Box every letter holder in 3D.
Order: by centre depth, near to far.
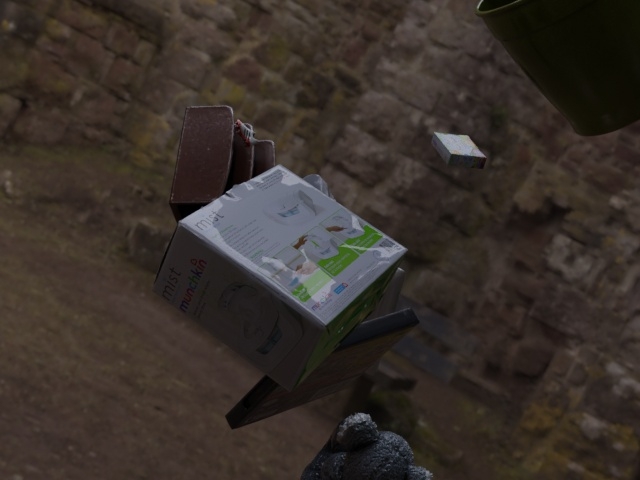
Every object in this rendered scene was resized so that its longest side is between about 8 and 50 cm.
[{"bbox_3d":[-0.225,-0.167,2.427,0.214,0.302,0.152,-2,-35,8],"label":"letter holder"}]

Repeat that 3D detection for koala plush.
[{"bbox_3d":[0.076,0.373,1.572,0.196,0.221,0.203,47,48,10],"label":"koala plush"}]

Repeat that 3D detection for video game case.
[{"bbox_3d":[0.003,0.215,1.698,0.274,0.248,0.035,-13,65,-41],"label":"video game case"}]

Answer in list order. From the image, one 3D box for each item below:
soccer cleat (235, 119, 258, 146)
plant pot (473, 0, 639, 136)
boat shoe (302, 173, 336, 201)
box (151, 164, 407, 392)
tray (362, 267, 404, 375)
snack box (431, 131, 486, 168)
[{"bbox_3d":[-0.174,-0.253,2.363,0.035,0.029,0.083,-18,57,-20],"label":"soccer cleat"},{"bbox_3d":[0.566,-0.422,2.111,0.353,0.366,0.366,58,-5,-16],"label":"plant pot"},{"bbox_3d":[0.000,0.000,1.797,0.095,0.258,0.084,-17,-40,29],"label":"boat shoe"},{"bbox_3d":[-0.047,0.036,1.334,0.231,0.127,0.262,33,32,12],"label":"box"},{"bbox_3d":[0.086,0.163,2.226,0.145,0.270,0.030,23,24,20],"label":"tray"},{"bbox_3d":[0.355,-0.233,2.596,0.100,0.037,0.141,3,28,-17],"label":"snack box"}]
